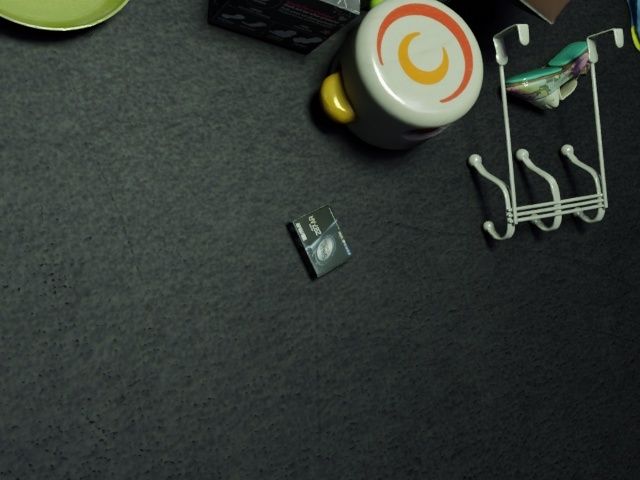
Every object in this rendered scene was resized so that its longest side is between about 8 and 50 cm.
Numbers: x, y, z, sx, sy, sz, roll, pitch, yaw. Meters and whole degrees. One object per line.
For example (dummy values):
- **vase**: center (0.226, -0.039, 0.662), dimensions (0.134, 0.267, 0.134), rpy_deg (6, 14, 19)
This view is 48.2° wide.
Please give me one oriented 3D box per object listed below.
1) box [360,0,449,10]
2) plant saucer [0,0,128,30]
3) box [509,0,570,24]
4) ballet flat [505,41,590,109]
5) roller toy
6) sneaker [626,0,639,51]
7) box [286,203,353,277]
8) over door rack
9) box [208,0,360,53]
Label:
- **box**: center (0.107, -0.430, 1.082), dimensions (0.180, 0.078, 0.147), rpy_deg (-7, 85, -31)
- **plant saucer**: center (-0.330, -0.354, 0.836), dimensions (0.241, 0.037, 0.240), rpy_deg (5, 79, -29)
- **box**: center (0.327, -0.468, 1.073), dimensions (0.167, 0.168, 0.203), rpy_deg (30, 111, -17)
- **ballet flat**: center (0.403, -0.275, 1.239), dimensions (0.222, 0.077, 0.079), rpy_deg (-32, 117, -31)
- **roller toy**: center (0.115, -0.229, 1.011), dimensions (0.191, 0.146, 0.209), rpy_deg (30, 71, -12)
- **sneaker**: center (0.650, -0.480, 1.411), dimensions (0.069, 0.082, 0.209), rpy_deg (-7, 83, -29)
- **box**: center (0.000, 0.000, 0.976), dimensions (0.067, 0.018, 0.083), rpy_deg (-27, 95, -32)
- **over door rack**: center (0.360, -0.177, 1.152), dimensions (0.240, 0.108, 0.324), rpy_deg (-10, 107, -31)
- **box**: center (-0.040, -0.406, 0.954), dimensions (0.163, 0.142, 0.247), rpy_deg (10, 77, -28)
